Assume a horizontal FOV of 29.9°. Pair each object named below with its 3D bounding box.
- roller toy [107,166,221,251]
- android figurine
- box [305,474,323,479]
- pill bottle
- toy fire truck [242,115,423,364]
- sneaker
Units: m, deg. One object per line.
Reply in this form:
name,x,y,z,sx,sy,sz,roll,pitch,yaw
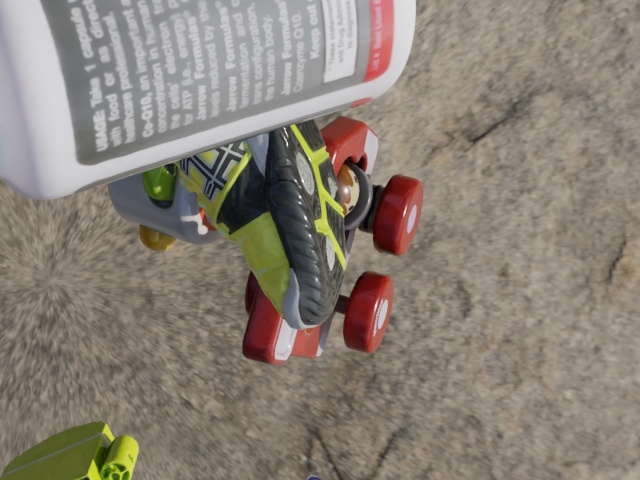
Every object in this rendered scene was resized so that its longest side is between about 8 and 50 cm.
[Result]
roller toy,-0.180,-0.100,1.551,0.146,0.209,0.191,18,60,20
android figurine,-0.371,0.336,1.670,0.248,0.273,0.056,-24,104,4
box,0.007,0.320,1.213,0.136,0.225,0.037,29,108,11
pill bottle,-0.107,-0.116,0.634,0.283,0.161,0.161,-19,92,-23
toy fire truck,0.000,0.000,1.414,0.169,0.254,0.302,16,88,15
sneaker,-0.091,-0.096,1.074,0.147,0.145,0.385,-21,94,15
